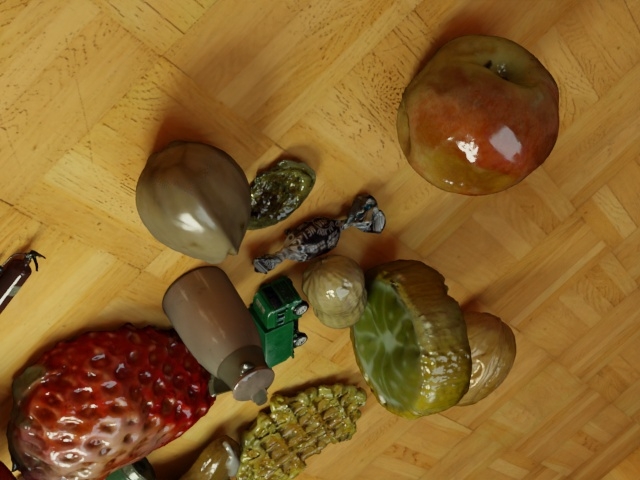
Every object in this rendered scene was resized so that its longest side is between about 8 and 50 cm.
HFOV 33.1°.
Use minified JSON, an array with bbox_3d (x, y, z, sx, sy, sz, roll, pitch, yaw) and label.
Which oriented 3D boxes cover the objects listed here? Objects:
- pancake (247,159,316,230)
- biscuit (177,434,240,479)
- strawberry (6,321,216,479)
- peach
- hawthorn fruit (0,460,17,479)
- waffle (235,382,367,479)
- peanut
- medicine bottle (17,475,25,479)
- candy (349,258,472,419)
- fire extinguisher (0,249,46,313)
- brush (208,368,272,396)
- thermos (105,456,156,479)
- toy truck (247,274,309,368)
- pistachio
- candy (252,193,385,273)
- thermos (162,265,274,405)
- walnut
[{"bbox_3d":[-0.062,-0.062,1.489,0.116,0.022,0.129,12,127,-49],"label":"pancake"},{"bbox_3d":[-0.295,0.526,1.819,0.432,0.064,0.283,-37,155,-33],"label":"biscuit"},{"bbox_3d":[-0.279,0.249,1.550,0.336,0.149,0.265,-11,137,-35],"label":"strawberry"},{"bbox_3d":[0.208,-0.161,1.465,0.214,0.214,0.235,-14,158,-30],"label":"peach"},{"bbox_3d":[-0.508,0.396,1.419,0.262,0.258,0.258,-9,164,36],"label":"hawthorn fruit"},{"bbox_3d":[-0.040,0.359,1.987,0.291,0.051,0.291,-25,144,-20],"label":"waffle"},{"bbox_3d":[0.023,0.081,1.653,0.099,0.090,0.214,5,159,9],"label":"peanut"},{"bbox_3d":[-0.445,0.400,1.659,0.058,0.057,0.199,-14,141,-30],"label":"medicine bottle"},{"bbox_3d":[0.141,0.156,1.726,0.118,0.260,0.260,-10,138,-27],"label":"candy"},{"bbox_3d":[-0.402,0.066,1.326,0.049,0.035,0.173,36,108,-16],"label":"fire extinguisher"},{"bbox_3d":[-0.127,0.210,1.668,0.036,0.043,0.248,-7,177,17],"label":"brush"},{"bbox_3d":[-0.363,0.415,1.749,0.188,0.083,0.073,-38,117,4],"label":"thermos"},{"bbox_3d":[-0.066,0.124,1.668,0.079,0.065,0.147,-23,145,-22],"label":"toy truck"},{"bbox_3d":[-0.151,-0.044,1.328,0.138,0.153,0.238,-24,172,-3],"label":"pistachio"},{"bbox_3d":[0.000,0.000,1.592,0.226,0.051,0.094,-22,146,-23],"label":"candy"},{"bbox_3d":[-0.131,0.147,1.521,0.105,0.193,0.137,-28,146,-15],"label":"thermos"},{"bbox_3d":[0.275,0.221,2.019,0.159,0.159,0.206,7,127,-47],"label":"walnut"}]
